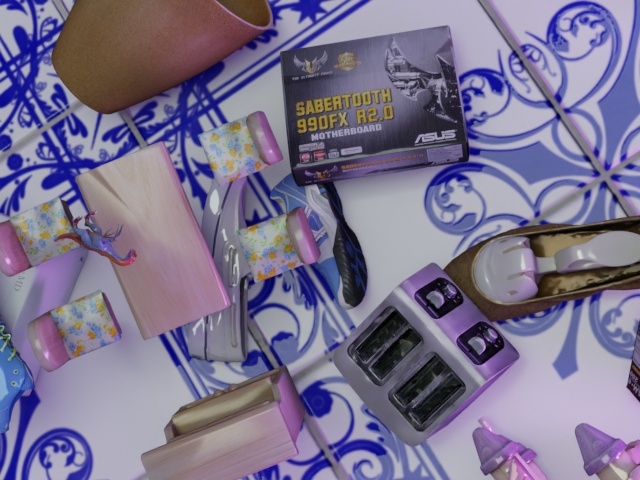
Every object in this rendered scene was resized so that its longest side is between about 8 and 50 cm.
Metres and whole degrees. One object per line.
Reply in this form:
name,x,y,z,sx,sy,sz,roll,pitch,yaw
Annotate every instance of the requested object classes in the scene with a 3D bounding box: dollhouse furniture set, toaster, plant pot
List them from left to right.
plant pot,-0.234,-0.294,1.908,0.254,0.237,0.237,-40,75,21
dollhouse furniture set,-0.173,0.084,1.713,0.362,0.256,0.394,-22,94,4
toaster,0.124,0.147,1.776,0.168,0.110,0.186,49,117,11

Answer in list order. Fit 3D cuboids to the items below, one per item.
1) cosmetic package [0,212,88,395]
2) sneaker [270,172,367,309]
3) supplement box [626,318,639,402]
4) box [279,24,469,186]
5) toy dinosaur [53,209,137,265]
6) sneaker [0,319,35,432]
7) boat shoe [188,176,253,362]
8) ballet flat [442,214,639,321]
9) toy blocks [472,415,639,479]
cosmetic package,-0.475,0.067,1.934,0.224,0.138,0.224,20,86,13
sneaker,0.000,0.000,1.872,0.081,0.080,0.211,-26,67,14
supplement box,0.456,0.083,1.689,0.130,0.073,0.239,4,107,-9
box,0.069,-0.176,1.852,0.231,0.056,0.183,-8,65,5
toy dinosaur,-0.256,0.004,1.665,0.090,0.047,0.082,-40,79,34
sneaker,-0.421,0.137,1.811,0.126,0.091,0.240,9,85,-8
boat shoe,-0.115,0.030,1.879,0.088,0.096,0.267,8,85,7
ballet flat,0.303,0.028,1.768,0.342,0.124,0.116,-8,79,12
toy blocks,0.248,0.330,1.653,0.309,0.288,0.260,-41,82,6
